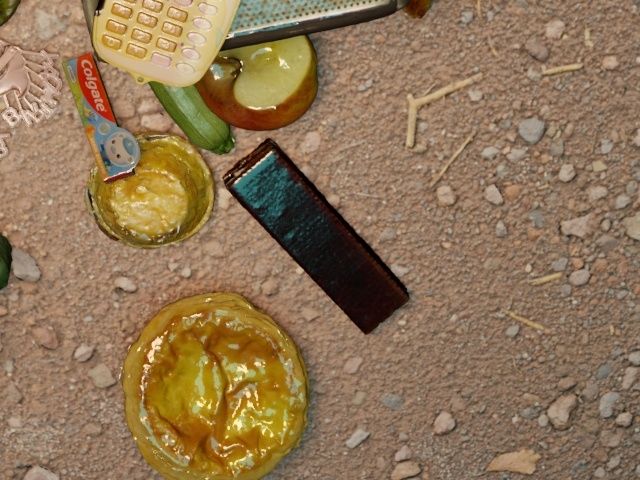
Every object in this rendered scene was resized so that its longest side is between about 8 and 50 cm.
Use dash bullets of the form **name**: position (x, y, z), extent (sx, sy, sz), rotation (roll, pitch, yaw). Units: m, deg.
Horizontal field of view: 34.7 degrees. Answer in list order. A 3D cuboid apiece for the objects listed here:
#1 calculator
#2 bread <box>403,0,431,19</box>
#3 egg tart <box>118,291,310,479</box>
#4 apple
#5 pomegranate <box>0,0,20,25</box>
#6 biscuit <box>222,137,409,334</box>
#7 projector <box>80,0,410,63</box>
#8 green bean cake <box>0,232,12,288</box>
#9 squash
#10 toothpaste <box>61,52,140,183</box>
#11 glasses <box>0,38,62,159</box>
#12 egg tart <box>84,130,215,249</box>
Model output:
- **calculator**: position (-0.172, -0.288, 1.180), extent (0.157, 0.033, 0.236), rotation (18, 111, -17)
- **bread**: position (0.165, -0.440, 1.574), extent (0.132, 0.103, 0.172), rotation (40, 99, -22)
- **egg tart**: position (-0.181, 0.251, 1.729), extent (0.341, 0.132, 0.341), rotation (0, 91, -19)
- **apple**: position (-0.101, -0.255, 1.557), extent (0.173, 0.160, 0.195), rotation (-31, 80, -25)
- **pomegranate**: position (-0.506, -0.373, 1.455), extent (0.163, 0.125, 0.138), rotation (29, 115, -19)
- **biscuit**: position (0.000, 0.000, 1.727), extent (0.107, 0.073, 0.388), rotation (-40, 113, 7)
- **projector**: position (-0.117, -0.411, 1.370), extent (0.405, 0.395, 0.242), rotation (-11, 112, -5)
- **green bean cake**: position (-0.667, 0.018, 1.552), extent (0.308, 0.169, 0.300), rotation (-34, 115, 2)
- **squash**: position (-0.209, -0.222, 1.601), extent (0.068, 0.077, 0.219), rotation (-15, 123, 40)
- **toothpaste**: position (-0.329, -0.189, 1.563), extent (0.070, 0.044, 0.193), rotation (-20, 87, -4)
- **glasses**: position (-0.498, -0.200, 1.543), extent (0.255, 0.095, 0.162), rotation (-43, 121, 9)
- **egg tart**: position (-0.271, -0.073, 1.640), extent (0.212, 0.090, 0.212), rotation (-2, 110, -6)
